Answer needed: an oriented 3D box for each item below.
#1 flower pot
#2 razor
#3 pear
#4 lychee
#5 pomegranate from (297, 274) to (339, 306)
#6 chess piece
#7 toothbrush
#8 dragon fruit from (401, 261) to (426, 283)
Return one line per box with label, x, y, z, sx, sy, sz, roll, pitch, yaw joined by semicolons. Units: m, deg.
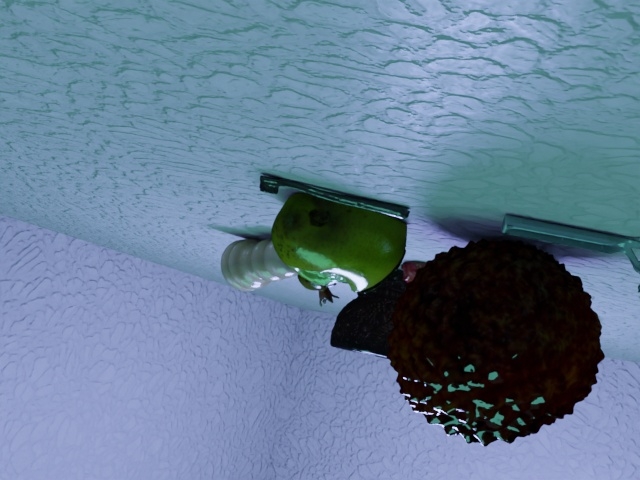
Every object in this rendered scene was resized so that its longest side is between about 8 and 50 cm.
flower pot;0.181;0.223;2.230;0.266;0.267;0.266;12;172;2
razor;0.457;0.001;1.263;0.277;0.056;0.111;17;134;10
pear;0.015;0.004;1.507;0.292;0.160;0.292;13;168;3
lychee;0.366;0.191;1.487;0.500;0.425;0.424;-31;-159;-38
pomegranate;-0.004;0.114;2.164;0.129;0.159;0.129;-13;160;-5
chess piece;-0.152;0.055;2.080;0.167;0.167;0.299;18;162;-30
toothbrush;0.028;-0.080;1.378;0.297;0.031;0.030;12;-164;-6
dragon fruit;0.287;0.124;2.004;0.153;0.111;0.153;14;167;3
